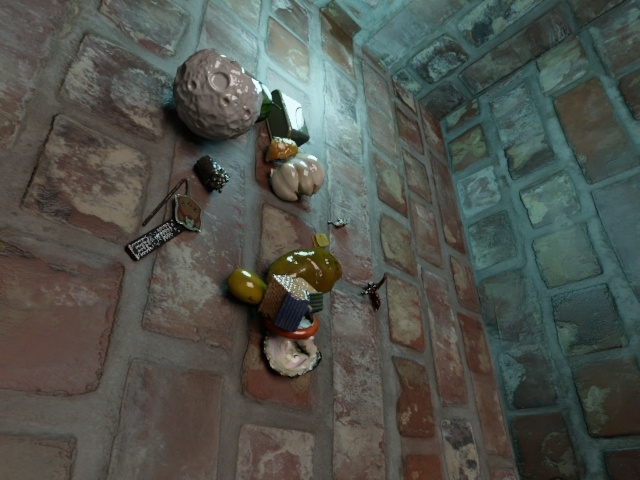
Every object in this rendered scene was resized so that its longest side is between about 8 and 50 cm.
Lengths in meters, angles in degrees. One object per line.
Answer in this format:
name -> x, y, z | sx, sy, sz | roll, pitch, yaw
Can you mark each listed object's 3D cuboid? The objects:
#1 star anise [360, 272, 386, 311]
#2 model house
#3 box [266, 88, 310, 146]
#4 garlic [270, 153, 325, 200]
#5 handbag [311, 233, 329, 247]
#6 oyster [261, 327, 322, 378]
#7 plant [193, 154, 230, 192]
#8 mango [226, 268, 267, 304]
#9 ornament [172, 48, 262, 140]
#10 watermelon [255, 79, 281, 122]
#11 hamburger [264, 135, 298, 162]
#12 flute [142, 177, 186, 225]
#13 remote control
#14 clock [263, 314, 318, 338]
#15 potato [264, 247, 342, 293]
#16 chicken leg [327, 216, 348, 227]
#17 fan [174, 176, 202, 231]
star anise -> 0.286, 0.236, 2.047 | 0.140, 0.144, 0.158 | 46, 39, -32
model house -> -0.086, 0.225, 1.465 | 0.172, 0.167, 0.182 | 33, 21, 33
box -> -0.158, -0.579, 2.040 | 0.178, 0.138, 0.275 | 6, 64, -52
garlic -> -0.078, -0.286, 1.913 | 0.281, 0.184, 0.203 | -47, 121, -51
handbag -> 0.000, 0.000, 1.953 | 0.083, 0.027, 0.061 | -10, 76, -53
oyster -> -0.100, 0.404, 1.549 | 0.259, 0.092, 0.198 | 6, 60, -28
plant -> -0.410, -0.249, 1.591 | 0.143, 0.094, 0.092 | 47, 24, -1
mango -> -0.247, 0.174, 1.489 | 0.195, 0.137, 0.098 | 40, 86, -30
ornament -> -0.394, -0.541, 1.600 | 0.337, 0.337, 0.338 | 27, 50, -37
watermelon -> -0.296, -0.616, 1.853 | 0.214, 0.188, 0.188 | -18, 82, -37
hamburger -> -0.178, -0.421, 1.898 | 0.175, 0.087, 0.102 | -23, 123, -27
flute -> -0.532, -0.137, 1.440 | 0.014, 0.014, 0.270 | 44, 41, -21
remote control -> -0.524, -0.015, 1.367 | 0.063, 0.025, 0.245 | 56, 38, -9
clock -> -0.109, 0.299, 1.542 | 0.205, 0.205, 0.052 | -15, 123, -51
potato -> -0.072, 0.138, 1.694 | 0.368, 0.176, 0.196 | -10, 110, -44
chicken leg -> 0.094, -0.089, 2.106 | 0.062, 0.037, 0.145 | 46, 34, 16
fan -> -0.468, -0.135, 1.494 | 0.132, 0.009, 0.220 | 31, 43, -54
